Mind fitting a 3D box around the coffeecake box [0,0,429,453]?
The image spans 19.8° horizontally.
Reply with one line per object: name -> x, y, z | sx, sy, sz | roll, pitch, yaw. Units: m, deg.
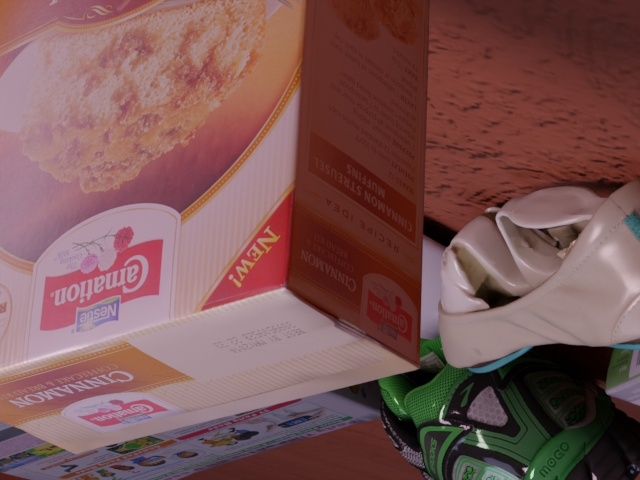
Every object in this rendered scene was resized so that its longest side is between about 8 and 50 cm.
coffeecake box -> -0.040, -0.039, 0.590 | 0.142, 0.185, 0.068 | -17, 147, 34

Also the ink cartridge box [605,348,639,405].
ink cartridge box -> 0.268, 0.080, 0.964 | 0.209, 0.062, 0.109 | 20, 165, -5

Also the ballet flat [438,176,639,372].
ballet flat -> 0.109, 0.013, 0.924 | 0.086, 0.086, 0.248 | 24, 164, -17

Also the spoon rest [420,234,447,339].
spoon rest -> 0.000, 0.000, 1.030 | 0.137, 0.084, 0.276 | 9, 176, 42

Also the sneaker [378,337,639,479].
sneaker -> 0.109, 0.107, 1.180 | 0.146, 0.134, 0.343 | 42, 174, 0

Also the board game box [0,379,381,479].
board game box -> -0.129, 0.069, 1.136 | 0.224, 0.097, 0.303 | -20, 154, 25
